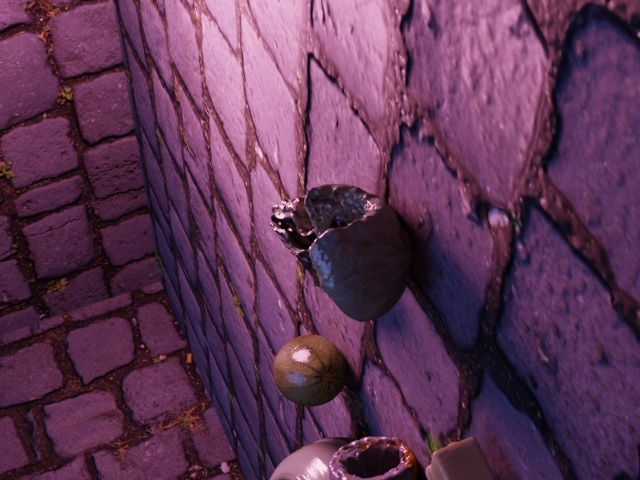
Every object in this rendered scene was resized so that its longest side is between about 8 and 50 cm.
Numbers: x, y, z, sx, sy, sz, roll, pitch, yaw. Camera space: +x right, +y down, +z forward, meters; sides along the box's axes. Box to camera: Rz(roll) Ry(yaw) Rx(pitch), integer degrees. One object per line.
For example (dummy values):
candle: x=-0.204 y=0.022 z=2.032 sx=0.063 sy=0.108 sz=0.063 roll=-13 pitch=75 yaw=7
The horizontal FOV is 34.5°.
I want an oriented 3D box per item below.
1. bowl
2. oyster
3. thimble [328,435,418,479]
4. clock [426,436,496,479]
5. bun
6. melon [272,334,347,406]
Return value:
bowl: x=-0.008 y=0.531 z=1.984 sx=0.307 sy=0.163 sz=0.307 roll=-17 pitch=68 yaw=49
oyster: x=0.000 y=0.000 z=1.711 sx=0.268 sy=0.112 sz=0.198 roll=46 pitch=173 yaw=41
thimble: x=0.093 y=0.416 z=1.756 sx=0.127 sy=0.151 sz=0.118 roll=-119 pitch=20 yaw=-63
clock: x=0.247 y=0.472 z=1.368 sx=0.276 sy=0.120 sz=0.379 roll=83 pitch=162 yaw=-55
bun: x=0.059 y=0.005 z=1.439 sx=0.204 sy=0.126 sz=0.213 roll=44 pitch=-157 yaw=-63
melon: x=-0.022 y=0.250 z=1.983 sx=0.192 sy=0.139 sz=0.139 roll=0 pitch=108 yaw=69
